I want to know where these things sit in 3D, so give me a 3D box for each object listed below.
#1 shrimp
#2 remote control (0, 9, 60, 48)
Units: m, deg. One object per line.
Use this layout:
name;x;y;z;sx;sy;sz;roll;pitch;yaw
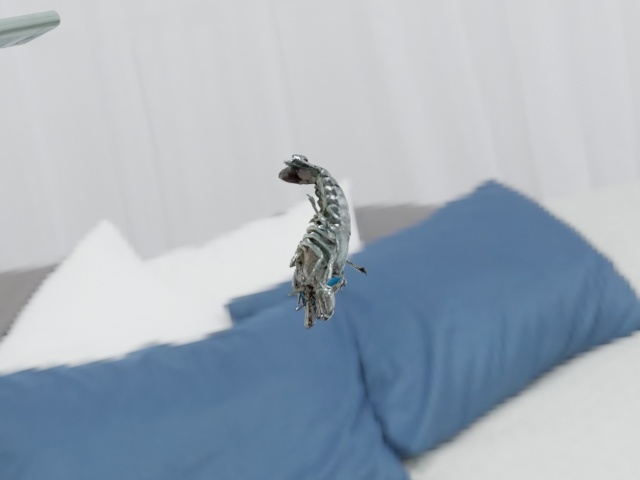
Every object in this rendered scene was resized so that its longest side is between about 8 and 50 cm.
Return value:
shrimp;0.004;-0.001;1.459;0.076;0.174;0.082;-1;-25;-9
remote control;-0.267;-0.174;1.332;0.053;0.018;0.124;-24;3;26
